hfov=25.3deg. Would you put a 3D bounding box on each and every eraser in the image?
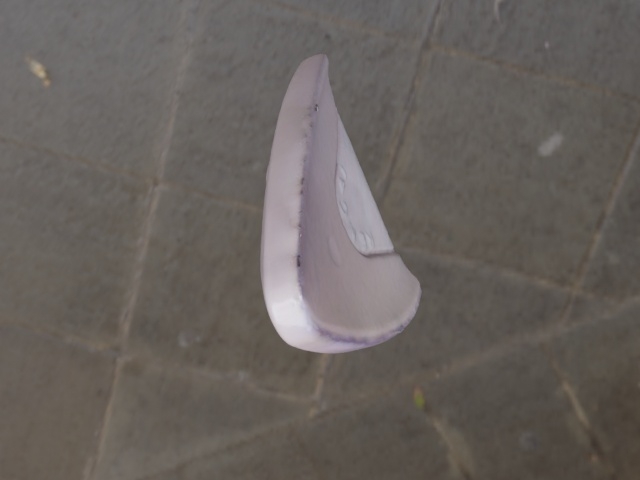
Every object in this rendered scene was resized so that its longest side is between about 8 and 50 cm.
[{"bbox_3d":[-0.001,0.000,0.983,0.059,0.243,0.204,-15,109,21],"label":"eraser"}]
